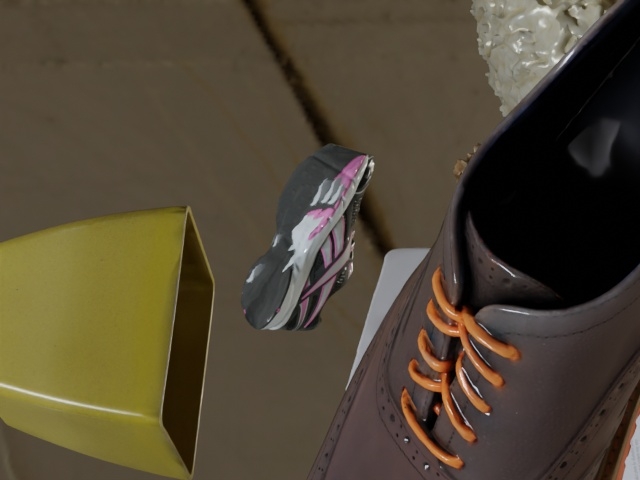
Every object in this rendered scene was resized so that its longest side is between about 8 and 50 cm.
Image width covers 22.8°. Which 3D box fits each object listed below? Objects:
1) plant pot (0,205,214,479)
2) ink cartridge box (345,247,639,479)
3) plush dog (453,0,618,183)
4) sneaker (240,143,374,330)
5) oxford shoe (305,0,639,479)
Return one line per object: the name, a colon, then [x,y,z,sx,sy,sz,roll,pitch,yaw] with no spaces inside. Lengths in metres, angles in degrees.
plant pot: [-0.215,0.098,1.515,0.187,0.212,0.212,3,-112,5]
ink cartridge box: [0.112,0.058,0.730,0.180,0.060,0.104,0,-136,19]
plush dog: [0.139,-0.154,0.877,0.210,0.262,0.225,-22,-102,2]
sneaker: [0.000,0.000,1.371,0.077,0.178,0.072,19,-163,-44]
oxford shoe: [0.049,0.030,0.462,0.097,0.271,0.098,40,-164,31]
